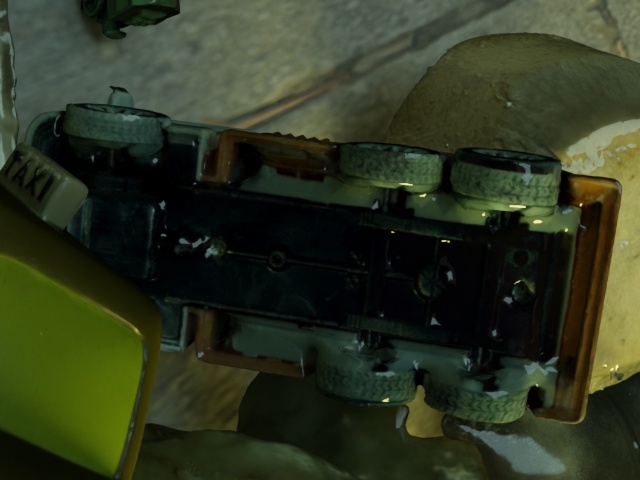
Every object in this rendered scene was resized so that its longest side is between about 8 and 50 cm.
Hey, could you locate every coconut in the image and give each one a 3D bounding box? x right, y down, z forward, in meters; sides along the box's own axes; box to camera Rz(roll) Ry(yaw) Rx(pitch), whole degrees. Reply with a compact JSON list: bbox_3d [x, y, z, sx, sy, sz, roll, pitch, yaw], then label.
[{"bbox_3d":[0.147,-0.020,0.905,0.245,0.247,0.245,-4,103,-20],"label":"coconut"}]

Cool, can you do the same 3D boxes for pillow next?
[{"bbox_3d":[0.188,0.170,0.978,0.250,0.106,0.186,-24,104,-41],"label":"pillow"}]

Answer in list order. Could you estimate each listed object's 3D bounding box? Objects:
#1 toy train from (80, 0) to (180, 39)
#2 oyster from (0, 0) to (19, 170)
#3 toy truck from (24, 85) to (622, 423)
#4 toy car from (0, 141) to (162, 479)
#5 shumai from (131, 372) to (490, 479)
[{"bbox_3d":[-0.120,-0.199,0.801,0.038,0.071,0.148,1,80,-43],"label":"toy train"},{"bbox_3d":[-0.241,-0.048,0.636,0.271,0.100,0.275,-50,133,-37],"label":"oyster"},{"bbox_3d":[0.000,0.000,0.717,0.162,0.305,0.136,-37,135,-76],"label":"toy truck"},{"bbox_3d":[-0.159,0.050,0.498,0.204,0.248,0.198,37,85,-41],"label":"toy car"},{"bbox_3d":[-0.039,0.226,0.719,0.292,0.288,0.330,15,100,-11],"label":"shumai"}]
